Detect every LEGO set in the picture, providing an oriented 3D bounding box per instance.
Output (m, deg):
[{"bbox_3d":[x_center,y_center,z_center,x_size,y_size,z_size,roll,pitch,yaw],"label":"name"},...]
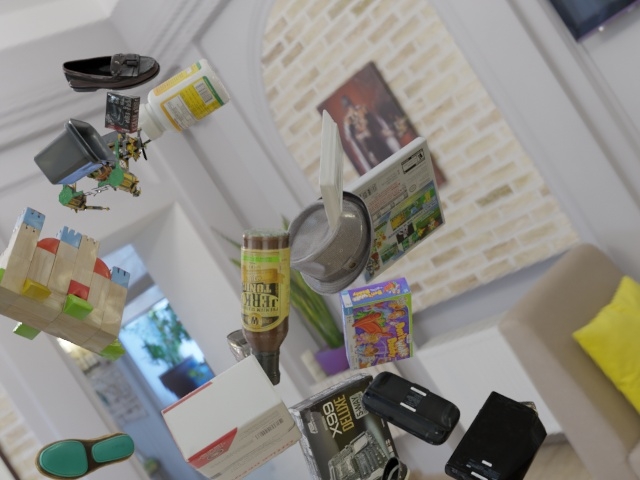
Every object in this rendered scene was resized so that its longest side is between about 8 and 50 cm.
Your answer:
[{"bbox_3d":[-0.684,-0.216,2.393,0.331,0.255,0.192,-23,-23,22],"label":"LEGO set"}]

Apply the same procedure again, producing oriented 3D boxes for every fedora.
[{"bbox_3d":[0.000,0.000,1.782,0.275,0.244,0.124,-42,-31,29],"label":"fedora"}]

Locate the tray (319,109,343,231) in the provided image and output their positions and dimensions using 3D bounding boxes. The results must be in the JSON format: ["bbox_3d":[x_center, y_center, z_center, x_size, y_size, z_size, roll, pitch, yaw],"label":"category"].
[{"bbox_3d":[0.028,-0.161,1.641,0.030,0.145,0.270,-7,45,10],"label":"tray"}]

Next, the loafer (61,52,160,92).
[{"bbox_3d":[-0.653,-0.528,2.267,0.302,0.109,0.095,-7,-30,8],"label":"loafer"}]

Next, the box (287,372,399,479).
[{"bbox_3d":[0.072,0.547,1.982,0.242,0.307,0.076,-20,5,-29],"label":"box"}]

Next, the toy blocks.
[{"bbox_3d":[-0.605,0.088,1.725,0.190,0.381,0.261,-37,37,32],"label":"toy blocks"}]

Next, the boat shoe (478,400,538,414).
[{"bbox_3d":[0.482,0.441,1.888,0.152,0.056,0.049,-1,43,4],"label":"boat shoe"}]

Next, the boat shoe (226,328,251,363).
[{"bbox_3d":[-0.205,0.373,2.347,0.110,0.104,0.307,-21,18,-19],"label":"boat shoe"}]

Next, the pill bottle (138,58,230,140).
[{"bbox_3d":[-0.326,-0.322,1.704,0.208,0.118,0.117,-32,1,2],"label":"pill bottle"}]

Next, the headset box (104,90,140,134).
[{"bbox_3d":[-0.409,-0.260,1.507,0.032,0.062,0.083,-47,-31,-66],"label":"headset box"}]

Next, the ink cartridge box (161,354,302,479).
[{"bbox_3d":[-0.160,0.357,1.408,0.197,0.114,0.273,-31,-29,-10],"label":"ink cartridge box"}]

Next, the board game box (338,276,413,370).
[{"bbox_3d":[0.197,0.296,2.543,0.233,0.347,0.078,-13,43,-4],"label":"board game box"}]

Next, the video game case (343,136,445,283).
[{"bbox_3d":[0.202,-0.083,2.045,0.329,0.300,0.036,-36,37,-22],"label":"video game case"}]

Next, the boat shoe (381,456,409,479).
[{"bbox_3d":[0.123,0.447,1.307,0.049,0.042,0.133,-27,21,34],"label":"boat shoe"}]

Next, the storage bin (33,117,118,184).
[{"bbox_3d":[-0.405,-0.134,1.214,0.091,0.098,0.135,-36,5,3],"label":"storage bin"}]

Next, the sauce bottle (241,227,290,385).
[{"bbox_3d":[-0.120,0.148,1.610,0.111,0.344,0.111,-1,7,0],"label":"sauce bottle"}]

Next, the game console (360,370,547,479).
[{"bbox_3d":[0.259,0.363,1.484,0.213,0.361,0.044,-42,-36,-39],"label":"game console"}]

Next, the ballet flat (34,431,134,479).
[{"bbox_3d":[-0.472,0.430,1.441,0.073,0.080,0.232,-24,-19,31],"label":"ballet flat"}]
